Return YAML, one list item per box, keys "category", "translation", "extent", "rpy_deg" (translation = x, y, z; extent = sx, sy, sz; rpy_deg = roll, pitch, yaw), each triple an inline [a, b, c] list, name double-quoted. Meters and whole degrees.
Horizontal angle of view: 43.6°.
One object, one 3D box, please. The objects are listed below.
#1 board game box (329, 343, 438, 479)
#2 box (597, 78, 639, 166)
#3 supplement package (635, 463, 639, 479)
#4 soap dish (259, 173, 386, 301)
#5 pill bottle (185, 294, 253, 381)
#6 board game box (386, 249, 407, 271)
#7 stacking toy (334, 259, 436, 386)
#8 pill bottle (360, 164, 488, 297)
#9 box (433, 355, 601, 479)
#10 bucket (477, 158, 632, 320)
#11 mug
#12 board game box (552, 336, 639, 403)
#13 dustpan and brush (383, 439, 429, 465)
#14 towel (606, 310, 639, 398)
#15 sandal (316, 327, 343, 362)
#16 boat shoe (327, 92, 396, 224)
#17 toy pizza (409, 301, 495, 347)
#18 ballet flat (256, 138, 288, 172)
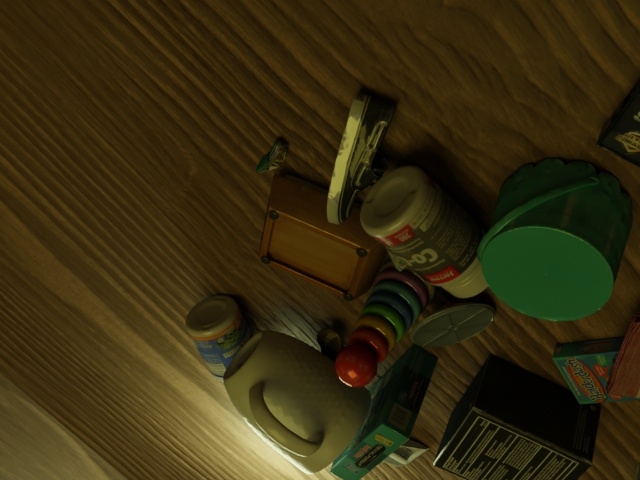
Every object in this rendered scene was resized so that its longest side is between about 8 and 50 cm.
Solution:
- category: "board game box"
  translation: [0.161, 0.451, 2.056]
  extent: [0.079, 0.254, 0.336]
  rpy_deg: [31, 139, -1]
- category: "box"
  translation: [0.605, -0.182, 1.332]
  extent: [0.220, 0.051, 0.175]
  rpy_deg: [28, 139, 3]
- category: "supplement package"
  translation: [0.887, 0.638, 1.910]
  extent: [0.244, 0.134, 0.139]
  rpy_deg: [-4, 128, 33]
- category: "soap dish"
  translation: [0.000, 0.000, 1.810]
  extent: [0.291, 0.118, 0.229]
  rpy_deg: [23, 138, 6]
- category: "pill bottle"
  translation: [-0.256, 0.296, 2.221]
  extent: [0.152, 0.152, 0.272]
  rpy_deg: [1, 131, 29]
- category: "board game box"
  translation: [0.178, -0.023, 1.703]
  extent: [0.154, 0.103, 0.026]
  rpy_deg: [62, 171, -30]
- category: "stacking toy"
  translation: [0.127, 0.188, 1.752]
  extent: [0.141, 0.330, 0.141]
  rpy_deg: [21, 137, 21]
- category: "pill bottle"
  translation: [0.226, -0.009, 1.602]
  extent: [0.161, 0.161, 0.283]
  rpy_deg: [-20, 134, 41]
- category: "box"
  translation: [0.474, 0.476, 1.953]
  extent: [0.294, 0.182, 0.296]
  rpy_deg: [24, 137, 5]
- category: "bucket"
  translation: [0.440, 0.005, 1.511]
  extent: [0.281, 0.183, 0.281]
  rpy_deg: [16, 137, 16]
- category: "mug"
  translation: [-0.079, 0.414, 2.050]
  extent: [0.328, 0.374, 0.276]
  rpy_deg: [41, 103, -10]
- category: "board game box"
  translation: [0.646, 0.288, 1.772]
  extent: [0.210, 0.047, 0.160]
  rpy_deg: [-15, 122, 39]
- category: "dustpan and brush"
  translation: [0.189, 0.605, 2.320]
  extent: [0.211, 0.060, 0.147]
  rpy_deg: [28, 139, -6]
- category: "towel"
  translation: [0.778, 0.266, 1.635]
  extent: [0.329, 0.037, 0.237]
  rpy_deg: [9, 130, 11]
- category: "sandal"
  translation: [0.033, 0.269, 2.112]
  extent: [0.072, 0.049, 0.180]
  rpy_deg: [24, 154, 17]
- category: "boat shoe"
  translation: [0.085, -0.150, 1.617]
  extent: [0.102, 0.108, 0.301]
  rpy_deg: [18, 124, 5]
- category: "toy pizza"
  translation: [0.298, 0.186, 1.821]
  extent: [0.201, 0.032, 0.201]
  rpy_deg: [-11, 150, -7]
- category: "ballet flat"
  translation: [-0.103, -0.177, 1.757]
  extent: [0.041, 0.041, 0.114]
  rpy_deg: [36, 139, -7]
